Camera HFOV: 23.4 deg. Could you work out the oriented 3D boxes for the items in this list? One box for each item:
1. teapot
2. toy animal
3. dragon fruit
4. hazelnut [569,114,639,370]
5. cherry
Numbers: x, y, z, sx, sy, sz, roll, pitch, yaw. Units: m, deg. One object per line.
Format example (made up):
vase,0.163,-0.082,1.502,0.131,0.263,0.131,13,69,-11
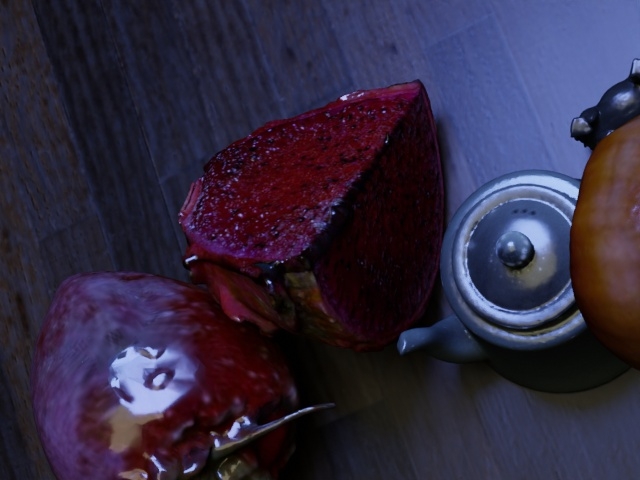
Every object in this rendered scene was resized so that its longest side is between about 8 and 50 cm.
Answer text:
teapot,0.160,0.011,1.087,0.239,0.149,0.162,-37,66,11
toy animal,0.243,-0.112,1.128,0.136,0.065,0.047,-42,84,11
dragon fruit,0.000,0.000,1.133,0.189,0.261,0.163,47,128,-9
hazelnut,0.242,0.008,0.948,0.182,0.182,0.182,-5,76,21
cherry,-0.125,0.113,1.166,0.192,0.175,0.249,-42,64,-2
